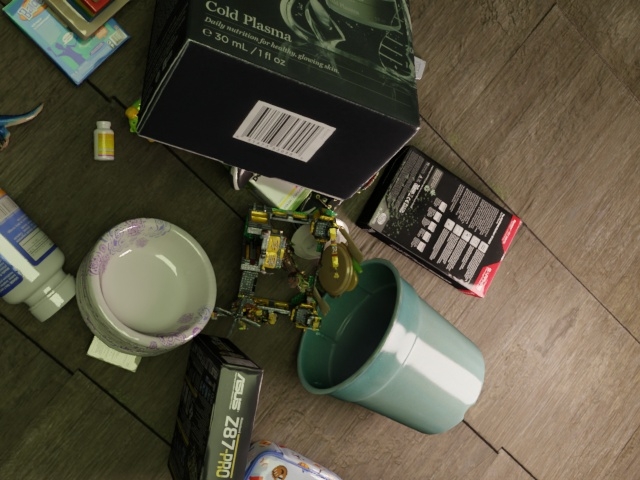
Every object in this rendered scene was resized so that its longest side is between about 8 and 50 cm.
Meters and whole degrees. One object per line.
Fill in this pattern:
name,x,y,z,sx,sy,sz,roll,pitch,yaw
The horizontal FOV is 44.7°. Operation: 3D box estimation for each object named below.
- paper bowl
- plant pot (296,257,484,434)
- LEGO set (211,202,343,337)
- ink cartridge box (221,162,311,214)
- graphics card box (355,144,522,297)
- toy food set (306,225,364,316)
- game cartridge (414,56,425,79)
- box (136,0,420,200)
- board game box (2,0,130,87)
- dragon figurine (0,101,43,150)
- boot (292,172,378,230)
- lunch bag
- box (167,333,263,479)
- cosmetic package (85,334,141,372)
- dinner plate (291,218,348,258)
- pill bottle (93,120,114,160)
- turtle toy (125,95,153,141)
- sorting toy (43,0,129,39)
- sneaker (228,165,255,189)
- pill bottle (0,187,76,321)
paper bowl,-0.376,0.107,1.658,0.284,0.148,0.284,16,60,-29
plant pot,0.180,0.268,1.811,0.334,0.341,0.341,33,81,-25
LEGO set,-0.082,0.075,1.710,0.254,0.192,0.331,17,108,-10
ink cartridge box,-0.119,-0.205,1.793,0.255,0.097,0.189,43,79,-16
graphics card box,0.298,-0.045,1.946,0.370,0.094,0.233,31,83,-19
toy food set,0.043,0.071,1.818,0.038,0.132,0.192,5,131,-38
game cartridge,0.219,-0.436,1.944,0.083,0.017,0.056,19,82,-19
box,-0.081,-0.402,1.578,0.479,0.297,0.472,16,54,-25
board game box,-0.540,-0.459,1.663,0.160,0.047,0.210,-46,105,-12
dragon figurine,-0.715,-0.233,1.591,0.289,0.085,0.144,-43,105,-11
boot,0.034,-0.116,1.805,0.085,0.178,0.236,41,78,-16
lunch bag,-0.078,0.631,1.834,0.303,0.115,0.243,32,84,-16
box,-0.229,0.380,1.620,0.097,0.395,0.318,13,87,-17
cosmetic package,-0.454,0.243,1.724,0.115,0.041,0.060,26,83,-18
dinner plate,0.000,0.000,1.837,0.141,0.017,0.141,-10,138,-9
pill bottle,-0.472,-0.217,1.698,0.043,0.043,0.083,-1,93,-19
turtle toy,-0.374,-0.286,1.717,0.130,0.066,0.095,-47,129,-14
sorting toy,-0.491,-0.600,1.616,0.255,0.089,0.257,45,62,-15
sneaker,-0.114,-0.204,1.706,0.097,0.084,0.235,28,77,14
pill bottle,-0.627,0.034,1.597,0.152,0.152,0.272,-43,105,-13
